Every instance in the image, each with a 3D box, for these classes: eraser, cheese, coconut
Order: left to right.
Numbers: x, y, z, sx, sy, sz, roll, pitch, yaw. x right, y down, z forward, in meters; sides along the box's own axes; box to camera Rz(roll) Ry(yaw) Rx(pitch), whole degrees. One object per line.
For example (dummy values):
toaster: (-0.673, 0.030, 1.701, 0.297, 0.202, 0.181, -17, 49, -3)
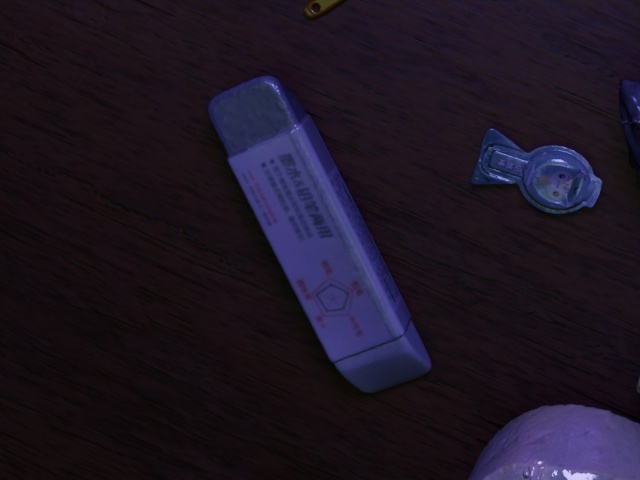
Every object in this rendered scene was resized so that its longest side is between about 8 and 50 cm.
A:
eraser: (0.000, 0.000, 1.488, 0.089, 0.061, 0.352, -22, 102, 20)
cheese: (0.209, -0.063, 1.434, 0.120, 0.026, 0.067, 19, 111, 7)
coconut: (0.238, 0.290, 1.431, 0.239, 0.244, 0.239, 4, 108, 11)

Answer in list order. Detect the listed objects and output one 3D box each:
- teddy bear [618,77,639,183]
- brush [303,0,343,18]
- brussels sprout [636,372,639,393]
teddy bear: (0.369, -0.051, 1.355, 0.171, 0.144, 0.251, -25, 85, -15)
brush: (0.054, -0.257, 1.413, 0.170, 0.014, 0.043, -29, 98, 21)
brussels sprout: (0.388, 0.145, 1.429, 0.181, 0.100, 0.139, 26, 102, 5)
